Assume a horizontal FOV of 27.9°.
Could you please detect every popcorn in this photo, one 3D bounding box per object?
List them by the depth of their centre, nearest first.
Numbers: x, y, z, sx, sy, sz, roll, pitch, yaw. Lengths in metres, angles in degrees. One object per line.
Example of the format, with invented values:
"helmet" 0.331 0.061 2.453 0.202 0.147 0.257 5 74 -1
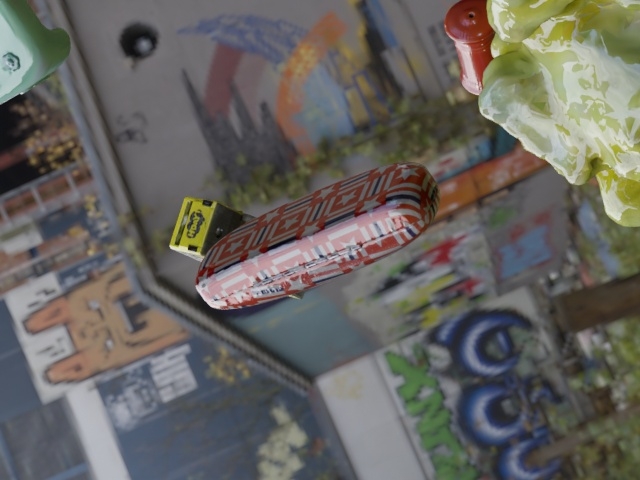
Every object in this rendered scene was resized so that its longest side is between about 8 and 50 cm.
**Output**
"popcorn" 0.239 -0.141 0.885 0.237 0.293 0.293 -111 -3 -82

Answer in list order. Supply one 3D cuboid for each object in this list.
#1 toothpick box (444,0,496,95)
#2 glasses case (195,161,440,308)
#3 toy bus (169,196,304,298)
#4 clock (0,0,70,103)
"toothpick box" 0.131 -0.160 1.061 0.083 0.047 0.047 60 -173 -58
"glasses case" 0.000 0.000 0.912 0.049 0.194 0.073 55 -148 -22
"toy bus" -0.091 0.014 1.610 0.226 0.074 0.081 25 -102 -55
"clock" -0.295 -0.189 1.010 0.188 0.148 0.060 62 -150 -15
